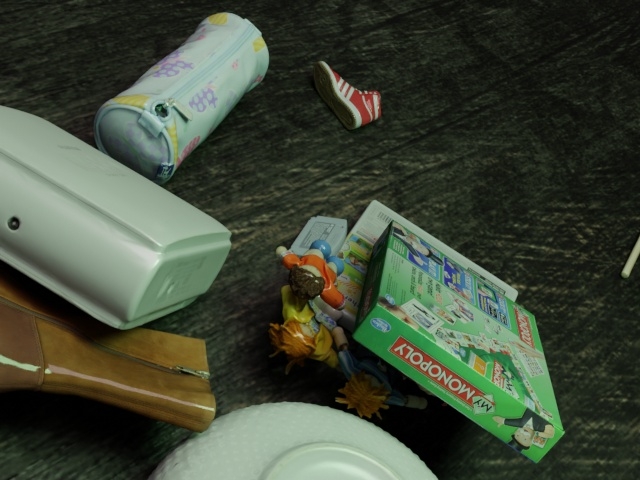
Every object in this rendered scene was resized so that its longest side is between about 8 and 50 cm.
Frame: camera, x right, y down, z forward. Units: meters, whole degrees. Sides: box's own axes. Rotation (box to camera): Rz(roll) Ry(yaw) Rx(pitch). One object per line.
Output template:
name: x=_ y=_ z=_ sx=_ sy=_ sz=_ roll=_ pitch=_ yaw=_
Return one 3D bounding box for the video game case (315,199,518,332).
video game case: x=0.119 y=0.069 z=1.214 sx=0.227 sy=0.026 sz=0.206 roll=33 pitch=44 yaw=2

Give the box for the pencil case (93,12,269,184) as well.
pencil case: x=-0.167 y=-0.184 z=1.226 sx=0.114 sy=0.124 sz=0.273 roll=32 pitch=43 yaw=3

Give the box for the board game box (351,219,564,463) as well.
board game box: x=0.145 y=0.090 z=1.050 sx=0.214 sy=0.046 sz=0.317 roll=35 pitch=16 yaw=-3

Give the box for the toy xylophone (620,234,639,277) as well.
toy xylophone: x=0.572 y=0.044 z=1.433 sx=0.236 sy=0.081 sz=0.322 roll=31 pitch=43 yaw=2

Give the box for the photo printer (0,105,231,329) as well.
photo printer: x=-0.260 y=-0.039 z=0.976 sx=0.308 sy=0.107 sz=0.256 roll=30 pitch=8 yaw=8

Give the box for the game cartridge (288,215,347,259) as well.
game cartridge: x=0.000 y=0.000 z=1.205 sx=0.056 sy=0.017 sz=0.083 roll=6 pitch=38 yaw=24

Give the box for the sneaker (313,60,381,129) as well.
sneaker: x=0.041 y=-0.214 z=1.419 sx=0.067 sy=0.042 sz=0.118 roll=-20 pitch=69 yaw=-34

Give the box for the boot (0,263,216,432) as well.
boot: x=-0.241 y=0.070 z=0.941 sx=0.281 sy=0.096 sz=0.264 roll=12 pitch=17 yaw=-20

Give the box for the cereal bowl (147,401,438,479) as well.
cereal bowl: x=-0.003 y=0.282 z=0.874 sx=0.339 sy=0.141 sz=0.338 roll=15 pitch=44 yaw=-15

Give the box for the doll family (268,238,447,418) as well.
doll family: x=0.035 y=0.118 z=1.055 sx=0.263 sy=0.118 sz=0.163 roll=36 pitch=14 yaw=2
